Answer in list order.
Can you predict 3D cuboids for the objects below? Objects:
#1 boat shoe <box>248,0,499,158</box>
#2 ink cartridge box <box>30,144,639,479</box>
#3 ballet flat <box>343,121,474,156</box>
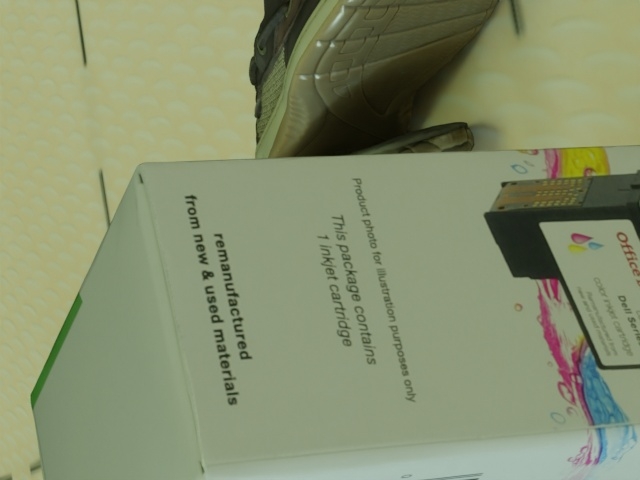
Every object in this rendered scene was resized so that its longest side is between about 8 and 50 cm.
[{"bbox_3d":[0.015,-0.114,0.991,0.285,0.103,0.092,117,136,-61],"label":"boat shoe"},{"bbox_3d":[0.051,0.060,0.724,0.201,0.278,0.117,124,138,-57],"label":"ink cartridge box"},{"bbox_3d":[0.000,0.000,1.037,0.250,0.084,0.058,-30,77,47],"label":"ballet flat"}]
